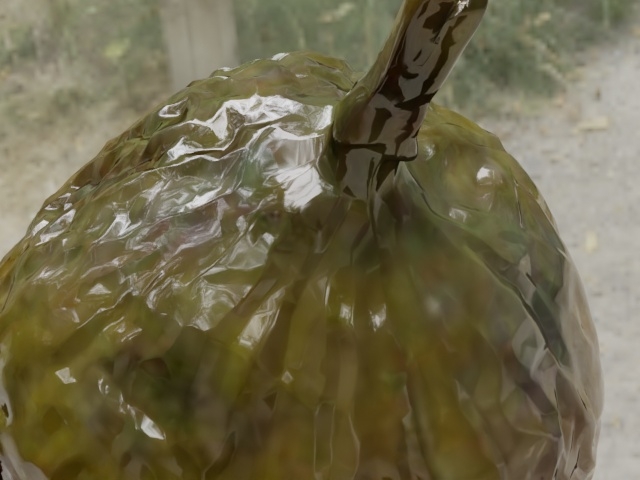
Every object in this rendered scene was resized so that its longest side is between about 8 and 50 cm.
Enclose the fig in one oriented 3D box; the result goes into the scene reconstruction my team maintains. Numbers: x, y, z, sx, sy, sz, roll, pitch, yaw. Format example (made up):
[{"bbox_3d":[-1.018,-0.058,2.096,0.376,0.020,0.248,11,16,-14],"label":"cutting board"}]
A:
[{"bbox_3d":[0.000,0.000,0.664,0.286,0.369,0.286,7,48,-8],"label":"fig"}]
